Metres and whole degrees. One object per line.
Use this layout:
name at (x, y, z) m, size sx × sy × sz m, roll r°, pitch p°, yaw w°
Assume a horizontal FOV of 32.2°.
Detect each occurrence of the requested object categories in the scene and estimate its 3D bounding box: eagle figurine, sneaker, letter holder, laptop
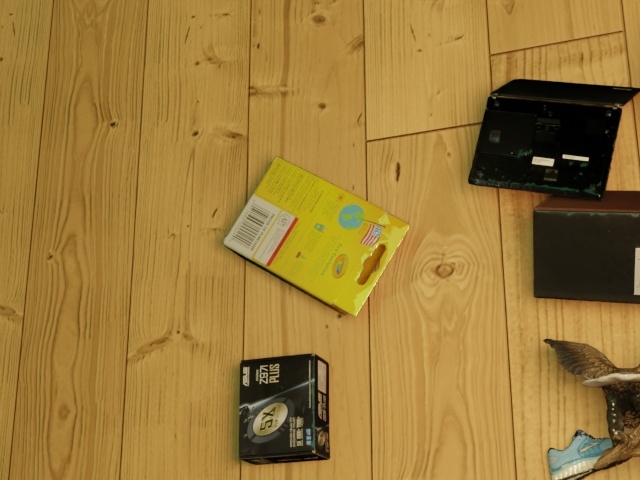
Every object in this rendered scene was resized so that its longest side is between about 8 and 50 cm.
eagle figurine at (0.468, 0.213, 1.684) m, size 0.226 × 0.225 × 0.298 m, roll 24°, pitch 40°, yaw -11°
sneaker at (0.436, 0.330, 1.775) m, size 0.162 × 0.063 × 0.073 m, roll -25°, pitch 61°, yaw 12°
letter holder at (0.521, 0.004, 1.828) m, size 0.302 × 0.214 × 0.152 m, roll 2°, pitch 104°, yaw 22°
laptop at (0.410, -0.184, 1.932) m, size 0.234 × 0.136 × 0.264 m, roll 8°, pitch 74°, yaw 25°

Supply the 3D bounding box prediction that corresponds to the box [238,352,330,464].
box at (-0.064, 0.301, 1.977) m, size 0.147 × 0.077 × 0.180 m, roll -7°, pitch 69°, yaw 20°

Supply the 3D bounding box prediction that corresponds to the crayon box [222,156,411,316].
crayon box at (0.000, 0.000, 2.060) m, size 0.318 × 0.081 × 0.202 m, roll 29°, pitch 84°, yaw 29°
